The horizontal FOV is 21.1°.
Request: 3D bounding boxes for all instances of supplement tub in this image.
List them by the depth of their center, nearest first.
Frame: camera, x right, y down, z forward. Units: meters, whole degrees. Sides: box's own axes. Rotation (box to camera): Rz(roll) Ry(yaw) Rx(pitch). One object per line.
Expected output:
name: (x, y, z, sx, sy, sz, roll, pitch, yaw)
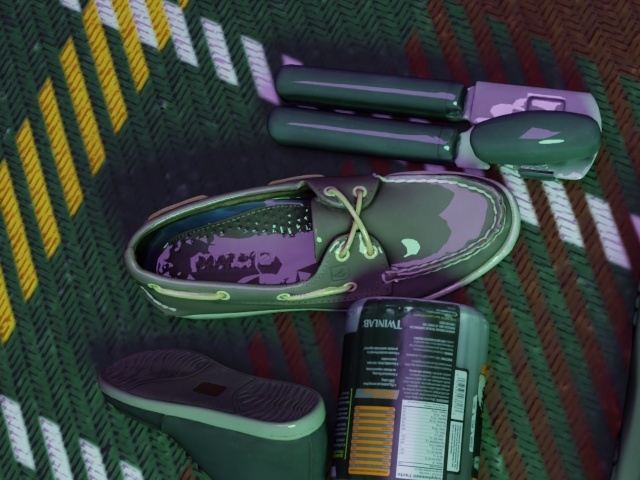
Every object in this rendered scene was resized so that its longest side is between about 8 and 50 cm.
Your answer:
supplement tub: (0.069, 0.145, 1.354, 0.117, 0.117, 0.190, 4, 80, 13)

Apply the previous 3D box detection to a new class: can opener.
can opener: (0.091, -0.104, 1.411, 0.283, 0.095, 0.076, 8, 80, 13)

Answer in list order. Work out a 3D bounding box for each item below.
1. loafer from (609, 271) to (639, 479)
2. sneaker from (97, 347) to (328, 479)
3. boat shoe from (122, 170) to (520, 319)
loafer: (0.288, 0.162, 1.294, 0.130, 0.134, 0.366, 7, 80, 13)
sneaker: (-0.090, 0.167, 1.404, 0.222, 0.083, 0.118, 13, 122, 36)
boat shoe: (0.000, 0.000, 1.408, 0.324, 0.097, 0.116, -7, 77, 10)
